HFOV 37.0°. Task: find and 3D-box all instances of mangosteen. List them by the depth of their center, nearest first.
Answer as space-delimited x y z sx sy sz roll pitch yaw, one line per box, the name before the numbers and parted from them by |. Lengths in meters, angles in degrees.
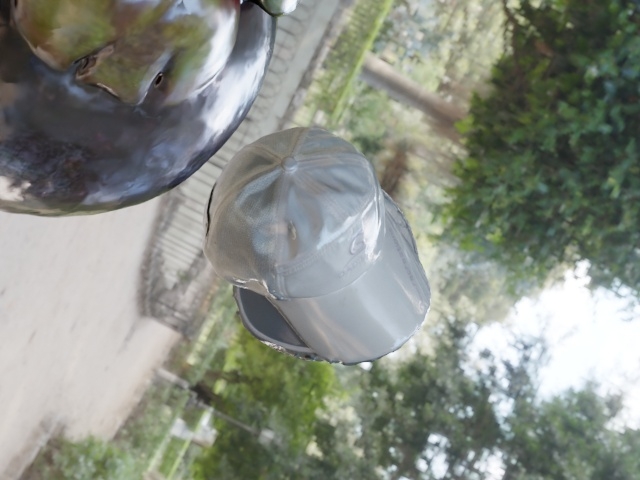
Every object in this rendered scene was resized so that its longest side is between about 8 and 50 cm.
mangosteen | -0.187 -0.226 0.721 0.435 0.382 0.382 -45 -167 46

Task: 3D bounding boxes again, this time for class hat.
hat | 0.004 0.007 1.029 0.232 0.275 0.161 -39 -172 -13
